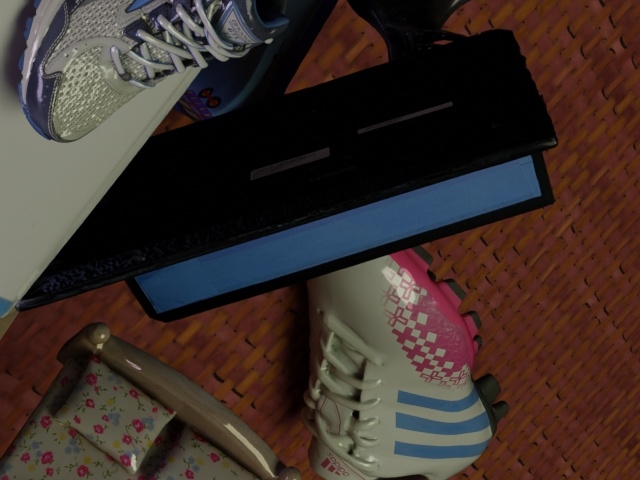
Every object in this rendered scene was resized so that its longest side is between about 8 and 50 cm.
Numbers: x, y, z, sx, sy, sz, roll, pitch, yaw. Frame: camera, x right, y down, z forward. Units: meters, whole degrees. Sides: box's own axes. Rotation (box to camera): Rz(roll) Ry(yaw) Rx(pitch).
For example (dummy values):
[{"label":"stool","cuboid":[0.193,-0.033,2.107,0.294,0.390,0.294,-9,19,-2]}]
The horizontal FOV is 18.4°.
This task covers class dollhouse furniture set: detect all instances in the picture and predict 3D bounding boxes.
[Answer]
[{"label":"dollhouse furniture set","cuboid":[-0.142,0.161,0.904,0.303,0.355,0.174,-59,-169,-29]}]

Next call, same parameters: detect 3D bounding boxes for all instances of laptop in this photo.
[{"label":"laptop","cuboid":[0.000,0.000,0.939,0.234,0.264,0.136,-18,110,5]}]

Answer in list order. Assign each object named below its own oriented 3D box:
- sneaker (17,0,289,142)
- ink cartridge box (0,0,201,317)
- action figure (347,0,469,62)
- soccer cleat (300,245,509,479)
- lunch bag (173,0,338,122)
[{"label":"sneaker","cuboid":[-0.043,-0.080,0.651,0.135,0.058,0.052,-47,147,1]},{"label":"ink cartridge box","cuboid":[-0.189,-0.144,0.723,0.197,0.270,0.198,-52,147,7]},{"label":"action figure","cuboid":[0.121,-0.200,1.021,0.275,0.141,0.164,-53,153,-28]},{"label":"soccer cleat","cuboid":[0.040,0.097,1.370,0.143,0.116,0.331,-43,147,-9]},{"label":"lunch bag","cuboid":[-0.033,-0.229,0.963,0.293,0.138,0.221,-52,146,-10]}]
